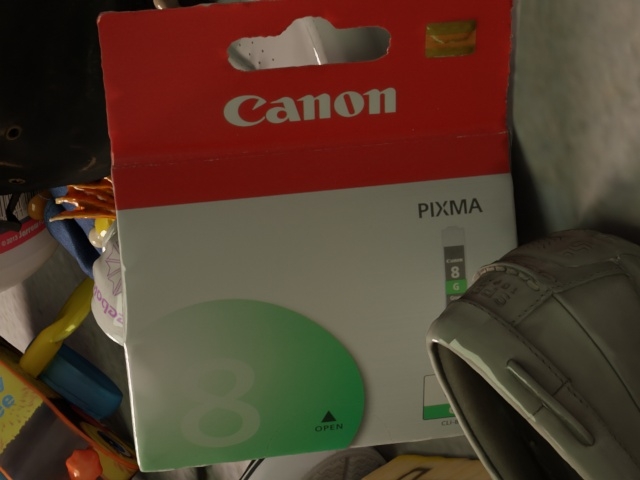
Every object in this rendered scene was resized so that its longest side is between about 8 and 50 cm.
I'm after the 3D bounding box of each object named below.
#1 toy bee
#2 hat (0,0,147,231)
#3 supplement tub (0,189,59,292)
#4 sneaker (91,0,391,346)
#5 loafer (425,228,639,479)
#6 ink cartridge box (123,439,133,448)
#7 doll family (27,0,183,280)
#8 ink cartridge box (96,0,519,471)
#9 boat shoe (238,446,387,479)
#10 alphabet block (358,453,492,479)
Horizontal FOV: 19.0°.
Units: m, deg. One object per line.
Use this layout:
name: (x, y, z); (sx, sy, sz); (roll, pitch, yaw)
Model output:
toy bee: (-0.168, 0.111, 1.184); (0.162, 0.298, 0.195); (85, -158, -89)
hat: (-0.143, -0.102, 0.878); (0.331, 0.134, 0.331); (-178, 90, -88)
supplement tub: (-0.262, -0.107, 1.143); (0.191, 0.191, 0.272); (24, 126, 49)
sneaker: (-0.033, -0.018, 0.906); (0.114, 0.152, 0.305); (42, 145, 37)
loafer: (0.137, 0.154, 0.817); (0.112, 0.111, 0.319); (-17, 100, 61)
ink cartridge box: (-0.265, 0.145, 1.364); (0.153, 0.208, 0.087); (14, 85, 54)
doll family: (-0.107, -0.013, 1.062); (0.163, 0.118, 0.263); (40, 145, 36)
ink cartridge box: (0.000, 0.000, 0.841); (0.056, 0.181, 0.225); (-102, 8, -48)
boat shoe: (-0.056, 0.229, 1.138); (0.119, 0.121, 0.335); (49, 130, 42)
alphabet block: (0.047, 0.234, 0.945); (0.193, 0.197, 0.192); (-4, 112, 59)
